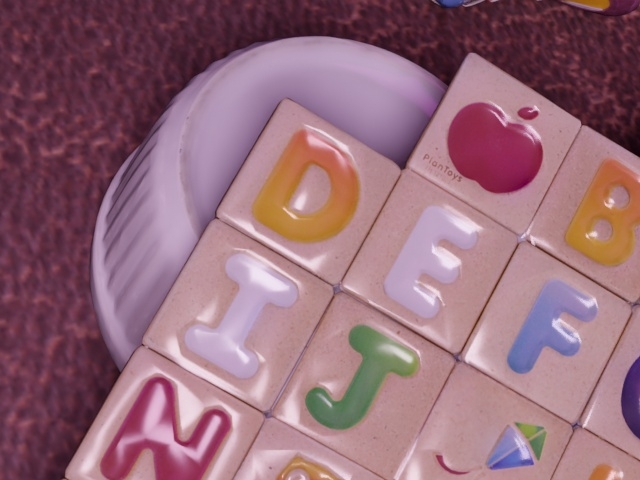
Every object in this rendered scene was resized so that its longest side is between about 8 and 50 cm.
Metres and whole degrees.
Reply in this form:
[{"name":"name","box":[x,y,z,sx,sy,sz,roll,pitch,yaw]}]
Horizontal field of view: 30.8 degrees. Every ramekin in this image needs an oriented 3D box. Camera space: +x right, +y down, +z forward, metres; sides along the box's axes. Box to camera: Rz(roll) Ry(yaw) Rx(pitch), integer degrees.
[{"name":"ramekin","box":[0.000,0.000,0.560,0.207,0.109,0.207,9,62,-16]}]

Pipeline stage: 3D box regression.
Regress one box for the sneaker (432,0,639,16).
[{"name":"sneaker","box":[0.111,-0.170,0.723,0.185,0.069,0.084,25,75,-7]}]

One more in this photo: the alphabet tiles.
[{"name":"alphabet tiles","box":[0.053,0.110,0.462,0.285,0.011,0.343,30,79,-6]}]
